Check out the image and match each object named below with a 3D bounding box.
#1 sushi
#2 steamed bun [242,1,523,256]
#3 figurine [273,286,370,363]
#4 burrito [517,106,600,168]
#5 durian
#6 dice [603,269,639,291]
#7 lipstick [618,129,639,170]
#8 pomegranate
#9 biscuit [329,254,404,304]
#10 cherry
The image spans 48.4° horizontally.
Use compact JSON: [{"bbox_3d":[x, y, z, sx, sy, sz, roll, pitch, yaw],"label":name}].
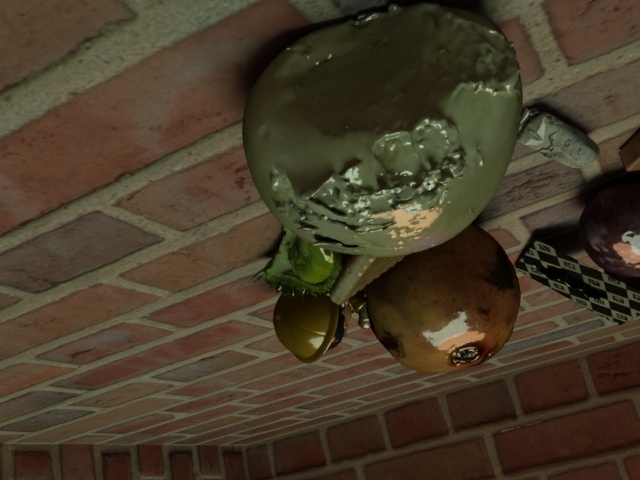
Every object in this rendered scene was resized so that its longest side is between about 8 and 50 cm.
[{"bbox_3d":[0.608,0.083,1.629,0.290,0.050,0.264,29,166,11],"label":"sushi"},{"bbox_3d":[0.088,-0.099,0.860,0.334,0.232,0.312,-17,157,15],"label":"steamed bun"},{"bbox_3d":[0.014,0.147,1.525,0.257,0.167,0.192,-24,162,-40],"label":"figurine"},{"bbox_3d":[0.371,-0.154,1.106,0.203,0.064,0.064,12,148,-44],"label":"burrito"},{"bbox_3d":[0.000,0.000,1.269,0.169,0.158,0.352,27,151,-2],"label":"durian"},{"bbox_3d":[0.760,0.050,1.609,0.175,0.173,0.179,-21,150,-4],"label":"dice"},{"bbox_3d":[0.555,-0.169,1.179,0.045,0.045,0.145,-9,157,-12],"label":"lipstick"},{"bbox_3d":[0.237,0.114,1.395,0.322,0.322,0.322,-10,158,-4],"label":"pomegranate"},{"bbox_3d":[0.152,-0.026,1.140,0.325,0.044,0.217,-33,167,-30],"label":"biscuit"},{"bbox_3d":[0.616,-0.024,1.388,0.266,0.183,0.213,23,133,-31],"label":"cherry"}]
